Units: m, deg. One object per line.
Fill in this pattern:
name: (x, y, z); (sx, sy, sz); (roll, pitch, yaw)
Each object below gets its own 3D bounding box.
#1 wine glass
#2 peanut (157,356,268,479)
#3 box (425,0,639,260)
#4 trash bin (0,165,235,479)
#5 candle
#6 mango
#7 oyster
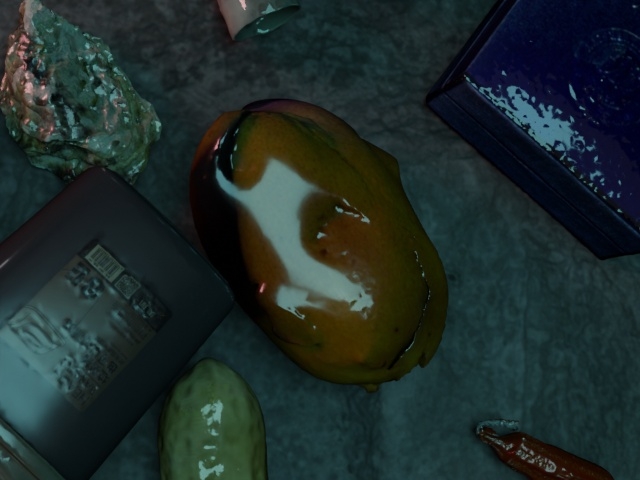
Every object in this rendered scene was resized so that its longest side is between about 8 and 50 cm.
wine glass: (-0.083, -0.272, 1.071); (0.073, 0.073, 0.155); (-25, 91, -17)
peanut: (-0.091, 0.221, 0.988); (0.110, 0.120, 0.236); (-1, 90, 23)
box: (0.293, -0.170, 1.149); (0.261, 0.116, 0.279); (39, 73, -8)
trash bin: (-0.231, 0.096, 0.935); (0.209, 0.182, 0.290); (46, 69, -8)
candle: (0.222, 0.219, 1.113); (0.162, 0.048, 0.053); (27, 64, -12)
mango: (0.000, 0.000, 1.022); (0.201, 0.152, 0.287); (-27, 91, -14)
oyster: (-0.224, -0.125, 1.021); (0.177, 0.064, 0.125); (39, 71, -10)
